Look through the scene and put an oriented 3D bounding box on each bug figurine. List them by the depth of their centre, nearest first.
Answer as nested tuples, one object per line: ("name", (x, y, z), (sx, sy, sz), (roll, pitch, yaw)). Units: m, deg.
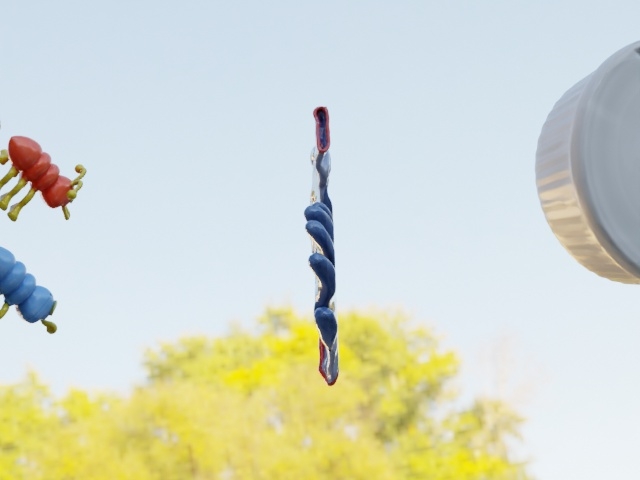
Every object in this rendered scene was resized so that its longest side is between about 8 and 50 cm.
("bug figurine", (-0.305, -0.046, 1.390), (0.072, 0.279, 0.216), (-31, -59, 17))

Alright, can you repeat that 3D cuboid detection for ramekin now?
("ramekin", (0.352, -0.074, 1.591), (0.273, 0.273, 0.127), (0, -8, -26))

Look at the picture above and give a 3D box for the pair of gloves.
("pair of gloves", (0.000, 0.000, 1.106), (0.023, 0.198, 0.159), (-3, -38, 0))
